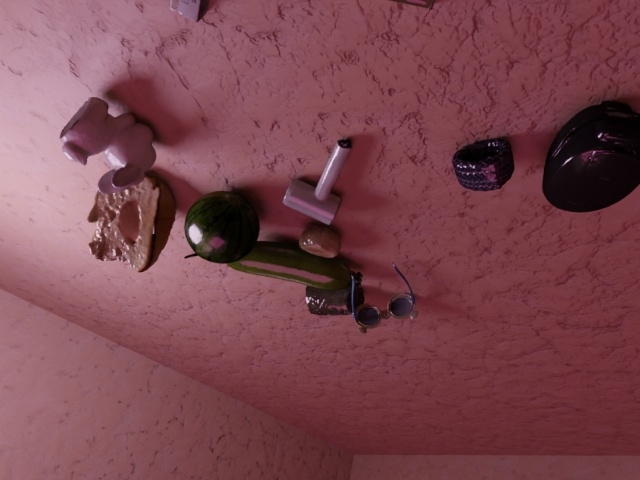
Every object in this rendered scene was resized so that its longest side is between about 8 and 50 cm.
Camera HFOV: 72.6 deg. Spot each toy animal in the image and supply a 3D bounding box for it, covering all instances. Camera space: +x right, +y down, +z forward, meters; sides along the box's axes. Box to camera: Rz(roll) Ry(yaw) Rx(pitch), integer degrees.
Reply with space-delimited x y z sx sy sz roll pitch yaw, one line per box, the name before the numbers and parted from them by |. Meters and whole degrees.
toy animal | -0.478 -0.211 0.985 0.127 0.179 0.193 -12 133 39

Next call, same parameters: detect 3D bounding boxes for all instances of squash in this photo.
squash | -0.075 0.068 1.239 0.394 0.107 0.107 12 144 0

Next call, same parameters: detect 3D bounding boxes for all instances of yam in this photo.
yam | 0.038 0.185 1.357 0.183 0.107 0.107 -4 139 26

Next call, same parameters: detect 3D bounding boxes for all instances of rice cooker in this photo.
rice cooker | 0.459 -0.136 0.730 0.142 0.119 0.203 15 145 5

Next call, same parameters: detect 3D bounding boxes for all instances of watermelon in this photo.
watermelon | -0.256 -0.025 1.124 0.187 0.188 0.215 27 128 -12

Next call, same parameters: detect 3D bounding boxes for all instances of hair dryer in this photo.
hair dryer | 0.006 -0.138 0.970 0.131 0.073 0.236 24 141 -6

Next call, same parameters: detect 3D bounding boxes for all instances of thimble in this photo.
thimble | 0.305 -0.143 0.815 0.104 0.095 0.066 30 155 55

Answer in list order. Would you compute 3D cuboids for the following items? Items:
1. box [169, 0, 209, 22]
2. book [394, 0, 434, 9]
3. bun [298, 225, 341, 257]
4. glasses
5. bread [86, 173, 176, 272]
box | -0.188 -0.446 0.664 0.055 0.040 0.218 26 144 -10
book | 0.030 -0.451 0.582 0.310 0.021 0.217 15 145 4
bun | 0.000 0.000 1.152 0.115 0.069 0.115 16 165 4
glasses | 0.169 0.145 1.246 0.189 0.088 0.221 -16 124 2
bread | -0.506 -0.072 1.164 0.183 0.224 0.211 12 136 -2
